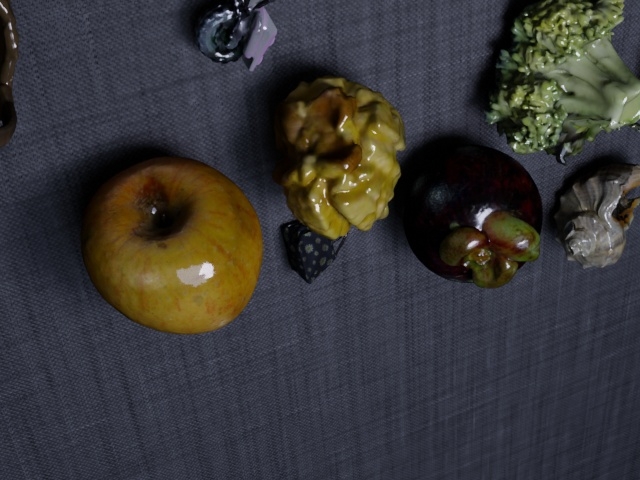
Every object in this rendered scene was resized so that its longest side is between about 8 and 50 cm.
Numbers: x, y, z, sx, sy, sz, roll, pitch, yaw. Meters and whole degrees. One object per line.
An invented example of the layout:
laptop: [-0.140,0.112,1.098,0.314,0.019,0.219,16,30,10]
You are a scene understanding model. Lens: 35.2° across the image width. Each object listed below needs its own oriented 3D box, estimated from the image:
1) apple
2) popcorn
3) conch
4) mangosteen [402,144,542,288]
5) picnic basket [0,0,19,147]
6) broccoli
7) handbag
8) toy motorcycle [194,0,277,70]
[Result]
apple: [-0.241,0.017,1.683,0.299,0.299,0.275,-26,158,-11]
popcorn: [0.035,-0.126,1.750,0.225,0.265,0.332,0,147,5]
conch: [0.589,-0.064,2.167,0.291,0.158,0.210,-45,136,-49]
mangosteen: [0.294,-0.040,1.930,0.288,0.288,0.288,-14,127,-20]
picnic basket: [-0.543,-0.215,1.327,0.293,0.337,0.337,15,113,-36]
broccoli: [0.492,-0.296,1.862,0.293,0.281,0.348,5,120,-31]
handbag: [0.000,0.000,1.947,0.139,0.072,0.115,-32,131,-23]
toy motorcycle: [-0.057,-0.404,1.581,0.188,0.143,0.327,15,120,-36]
